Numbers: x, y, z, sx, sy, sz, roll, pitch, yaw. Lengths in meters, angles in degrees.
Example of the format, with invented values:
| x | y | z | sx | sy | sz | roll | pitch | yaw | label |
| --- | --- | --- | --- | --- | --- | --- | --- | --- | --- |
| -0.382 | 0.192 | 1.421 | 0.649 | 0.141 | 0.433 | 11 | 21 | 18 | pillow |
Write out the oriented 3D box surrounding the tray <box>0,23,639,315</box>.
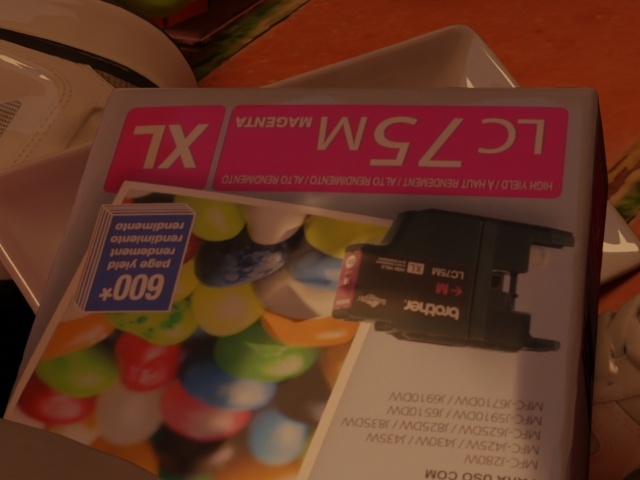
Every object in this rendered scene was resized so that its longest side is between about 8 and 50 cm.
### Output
| x | y | z | sx | sy | sz | roll | pitch | yaw | label |
| --- | --- | --- | --- | --- | --- | --- | --- | --- | --- |
| 0.000 | 0.000 | 0.716 | 0.270 | 0.030 | 0.145 | -21 | 68 | -34 | tray |

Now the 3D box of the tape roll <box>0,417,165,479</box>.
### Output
| x | y | z | sx | sy | sz | roll | pitch | yaw | label |
| --- | --- | --- | --- | --- | --- | --- | --- | --- | --- |
| -0.088 | 0.145 | 0.399 | 0.219 | 0.219 | 0.072 | -4 | 29 | 17 | tape roll |

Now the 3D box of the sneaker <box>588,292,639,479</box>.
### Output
| x | y | z | sx | sy | sz | roll | pitch | yaw | label |
| --- | --- | --- | --- | --- | --- | --- | --- | --- | --- |
| 0.149 | 0.037 | 0.616 | 0.229 | 0.092 | 0.087 | -9 | 31 | 12 | sneaker |

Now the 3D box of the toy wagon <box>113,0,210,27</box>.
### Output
| x | y | z | sx | sy | sz | roll | pitch | yaw | label |
| --- | --- | --- | --- | --- | --- | --- | --- | --- | --- |
| -0.164 | -0.164 | 1.073 | 0.344 | 0.068 | 0.267 | -12 | 15 | -24 | toy wagon |

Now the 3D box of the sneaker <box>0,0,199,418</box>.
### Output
| x | y | z | sx | sy | sz | roll | pitch | yaw | label |
| --- | --- | --- | --- | --- | --- | --- | --- | --- | --- |
| -0.261 | -0.027 | 0.725 | 0.448 | 0.169 | 0.257 | 7 | 33 | -13 | sneaker |

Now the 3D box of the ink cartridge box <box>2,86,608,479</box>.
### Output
| x | y | z | sx | sy | sz | roll | pitch | yaw | label |
| --- | --- | --- | --- | --- | --- | --- | --- | --- | --- |
| -0.010 | 0.077 | 0.548 | 0.186 | 0.065 | 0.311 | 1 | 52 | 13 | ink cartridge box |
